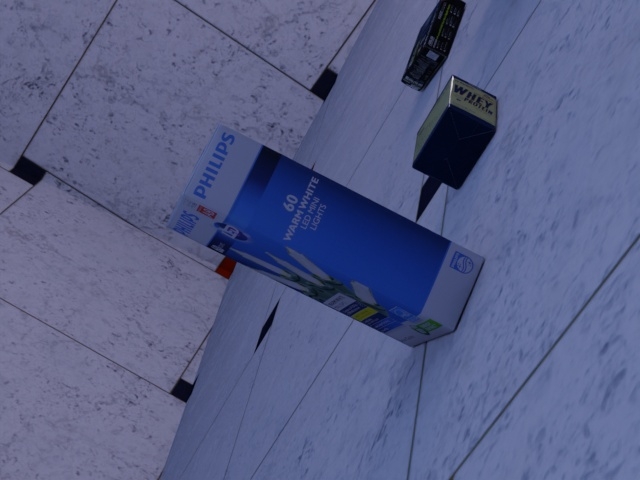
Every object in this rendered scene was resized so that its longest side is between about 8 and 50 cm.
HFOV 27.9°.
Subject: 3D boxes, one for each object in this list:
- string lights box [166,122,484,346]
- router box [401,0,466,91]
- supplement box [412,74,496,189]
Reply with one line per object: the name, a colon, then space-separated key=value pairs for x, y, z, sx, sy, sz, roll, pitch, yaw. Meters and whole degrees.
string lights box: x=0.000 y=0.000 z=1.154 sx=0.077 sy=0.260 sz=0.133 roll=-66 pitch=7 yaw=-16
router box: x=0.168 y=-0.295 z=1.912 sx=0.092 sy=0.038 sz=0.122 roll=-55 pitch=11 yaw=55
supplement box: x=0.142 y=-0.115 z=1.364 sx=0.083 sy=0.056 sz=0.083 roll=-60 pitch=8 yaw=30
